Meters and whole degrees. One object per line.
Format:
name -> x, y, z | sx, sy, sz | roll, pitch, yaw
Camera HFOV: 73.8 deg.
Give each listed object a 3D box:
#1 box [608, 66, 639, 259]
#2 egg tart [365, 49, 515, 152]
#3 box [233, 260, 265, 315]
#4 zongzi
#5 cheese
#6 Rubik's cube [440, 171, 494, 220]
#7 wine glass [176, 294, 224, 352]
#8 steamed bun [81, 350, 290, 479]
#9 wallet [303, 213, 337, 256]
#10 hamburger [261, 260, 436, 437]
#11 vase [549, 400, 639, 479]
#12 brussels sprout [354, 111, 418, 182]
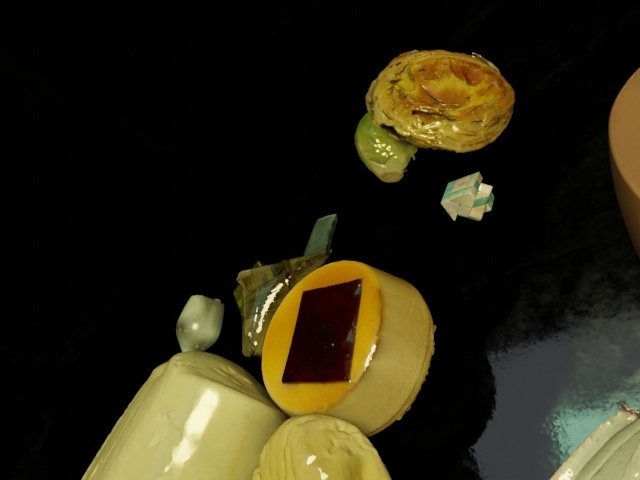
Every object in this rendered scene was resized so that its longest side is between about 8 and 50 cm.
box -> 0.426, -0.067, 0.389 | 0.301, 0.216, 0.301 | -34, 36, 30
egg tart -> 0.236, -0.272, 0.867 | 0.297, 0.132, 0.297 | -3, 60, 6
box -> -0.174, 0.149, 1.159 | 0.121, 0.030, 0.193 | -51, 33, 7
zongzi -> -0.071, 0.147, 0.972 | 0.242, 0.112, 0.221 | -17, 60, 20
cheese -> -0.003, 0.342, 0.530 | 0.214, 0.117, 0.226 | -56, 45, 27
Rubik's cube -> 0.263, -0.068, 0.740 | 0.075, 0.073, 0.084 | -50, 23, -22
wine glass -> -0.352, 0.279, 1.191 | 0.126, 0.126, 0.241 | -15, 52, 47
steamed bun -> -0.226, 0.402, 0.756 | 0.456, 0.290, 0.371 | -24, 35, 62
wallet -> 0.000, 0.000, 1.063 | 0.088, 0.026, 0.129 | -14, 52, 52
hamburger -> 0.045, 0.175, 0.706 | 0.300, 0.176, 0.300 | -31, 38, 28
vase -> 0.214, 0.360, 0.272 | 0.250, 0.250, 0.445 | 25, 88, 58
brussels sprout -> 0.148, -0.228, 0.976 | 0.183, 0.145, 0.131 | -67, 6, -27
